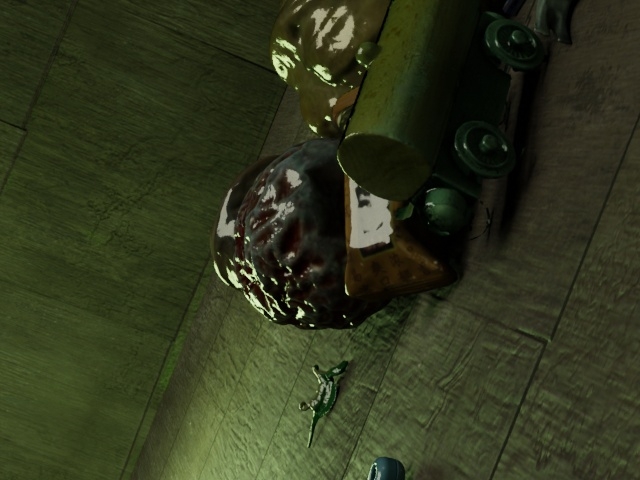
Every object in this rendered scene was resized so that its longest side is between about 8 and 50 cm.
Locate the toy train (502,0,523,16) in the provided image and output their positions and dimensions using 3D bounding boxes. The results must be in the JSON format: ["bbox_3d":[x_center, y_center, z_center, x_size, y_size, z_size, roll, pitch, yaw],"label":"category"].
[{"bbox_3d":[0.235,-0.294,1.939,0.017,0.017,0.083,-80,16,-47],"label":"toy train"}]

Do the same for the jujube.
[{"bbox_3d":[0.000,0.000,2.014,0.317,0.226,0.226,136,155,-73],"label":"jujube"}]

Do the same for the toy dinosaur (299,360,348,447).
[{"bbox_3d":[0.001,0.203,2.117,0.060,0.029,0.119,13,83,63],"label":"toy dinosaur"}]

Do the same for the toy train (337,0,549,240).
[{"bbox_3d":[0.115,-0.136,1.727,0.126,0.189,0.307,113,177,-50],"label":"toy train"}]

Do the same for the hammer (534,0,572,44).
[{"bbox_3d":[0.272,-0.293,1.655,0.226,0.041,0.158,131,159,-63],"label":"hammer"}]

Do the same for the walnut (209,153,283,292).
[{"bbox_3d":[-0.053,-0.021,2.404,0.224,0.224,0.224,-158,90,-81],"label":"walnut"}]

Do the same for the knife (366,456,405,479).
[{"bbox_3d":[0.031,0.322,1.682,0.058,0.032,0.244,-108,36,-63],"label":"knife"}]

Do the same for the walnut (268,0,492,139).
[{"bbox_3d":[0.072,-0.251,2.051,0.253,0.282,0.277,-30,-17,-26],"label":"walnut"}]

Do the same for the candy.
[{"bbox_3d":[0.074,-0.066,1.828,0.143,0.101,0.271,-18,65,31],"label":"candy"}]
